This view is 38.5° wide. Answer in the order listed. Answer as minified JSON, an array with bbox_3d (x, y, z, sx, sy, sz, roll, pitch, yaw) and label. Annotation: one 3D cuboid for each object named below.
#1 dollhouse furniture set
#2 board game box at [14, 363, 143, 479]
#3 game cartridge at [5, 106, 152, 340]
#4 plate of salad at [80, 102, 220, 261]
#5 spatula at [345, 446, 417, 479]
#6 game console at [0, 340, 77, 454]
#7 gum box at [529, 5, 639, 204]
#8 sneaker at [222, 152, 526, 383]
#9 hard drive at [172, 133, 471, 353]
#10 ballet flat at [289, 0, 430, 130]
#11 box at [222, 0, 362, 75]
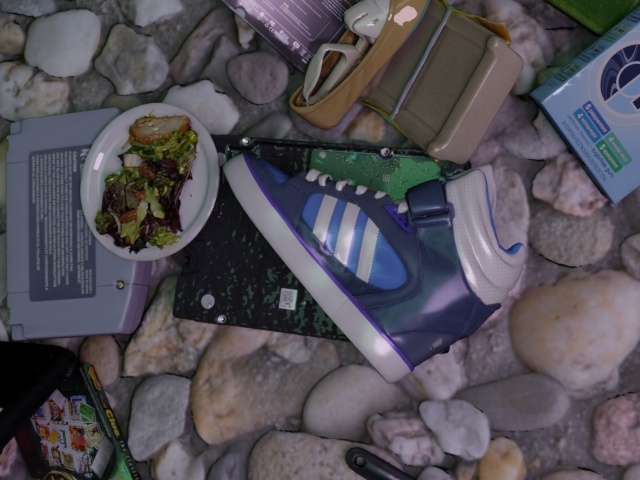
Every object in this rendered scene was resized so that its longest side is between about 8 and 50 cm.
[{"bbox_3d":[0.204,-0.236,1.062,0.301,0.151,0.197,-61,39,18],"label":"dollhouse furniture set"},{"bbox_3d":[-0.302,0.305,1.179,0.136,0.030,0.259,-29,77,9],"label":"board game box"},{"bbox_3d":[-0.317,-0.021,1.209,0.198,0.062,0.297,-4,82,11],"label":"game cartridge"},{"bbox_3d":[-0.217,-0.074,1.128,0.200,0.048,0.199,-3,82,20],"label":"plate of salad"},{"bbox_3d":[0.156,0.320,1.042,0.296,0.030,0.084,29,94,17],"label":"spatula"},{"bbox_3d":[-0.522,0.236,1.084,0.342,0.386,0.060,3,119,17],"label":"game console"},{"bbox_3d":[0.347,-0.155,0.993,0.184,0.041,0.157,-39,113,8],"label":"gum box"},{"bbox_3d":[0.071,-0.029,1.004,0.236,0.130,0.323,-39,70,-2],"label":"sneaker"},{"bbox_3d":[0.000,0.000,1.108,0.339,0.064,0.236,5,85,17],"label":"hard drive"},{"bbox_3d":[0.044,-0.227,1.075,0.232,0.073,0.080,-54,40,25],"label":"ballet flat"},{"bbox_3d":[-0.043,-0.341,1.101,0.231,0.056,0.183,39,96,-20],"label":"box"}]
